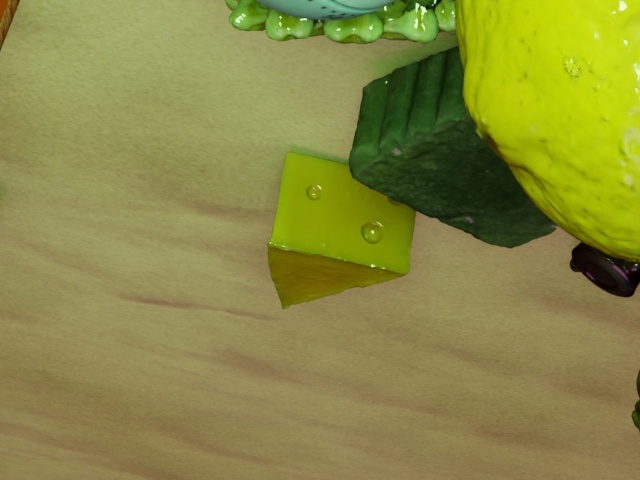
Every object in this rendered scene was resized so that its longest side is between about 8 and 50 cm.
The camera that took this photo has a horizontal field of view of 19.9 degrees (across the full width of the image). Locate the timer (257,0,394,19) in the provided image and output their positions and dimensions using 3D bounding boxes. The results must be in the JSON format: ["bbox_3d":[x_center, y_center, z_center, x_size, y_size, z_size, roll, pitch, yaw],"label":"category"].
[{"bbox_3d":[0.026,-0.237,1.022,0.175,0.175,0.255,19,133,-20],"label":"timer"}]

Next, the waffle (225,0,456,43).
[{"bbox_3d":[0.021,-0.162,1.186,0.169,0.036,0.183,3,-159,8],"label":"waffle"}]

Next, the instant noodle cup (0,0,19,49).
[{"bbox_3d":[-0.300,-0.143,1.282,0.193,0.212,0.193,9,158,4],"label":"instant noodle cup"}]

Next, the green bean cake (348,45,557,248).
[{"bbox_3d":[0.142,-0.078,1.397,0.183,0.094,0.185,26,153,-32],"label":"green bean cake"}]

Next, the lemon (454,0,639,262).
[{"bbox_3d":[0.212,-0.121,1.014,0.293,0.293,0.293,9,158,4],"label":"lemon"}]

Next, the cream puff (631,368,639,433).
[{"bbox_3d":[0.391,0.118,1.421,0.276,0.378,0.378,-9,161,-10],"label":"cream puff"}]

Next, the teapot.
[{"bbox_3d":[0.262,0.016,1.645,0.068,0.045,0.100,49,161,-23],"label":"teapot"}]

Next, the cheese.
[{"bbox_3d":[0.000,0.000,1.658,0.126,0.093,0.171,12,159,-12],"label":"cheese"}]
